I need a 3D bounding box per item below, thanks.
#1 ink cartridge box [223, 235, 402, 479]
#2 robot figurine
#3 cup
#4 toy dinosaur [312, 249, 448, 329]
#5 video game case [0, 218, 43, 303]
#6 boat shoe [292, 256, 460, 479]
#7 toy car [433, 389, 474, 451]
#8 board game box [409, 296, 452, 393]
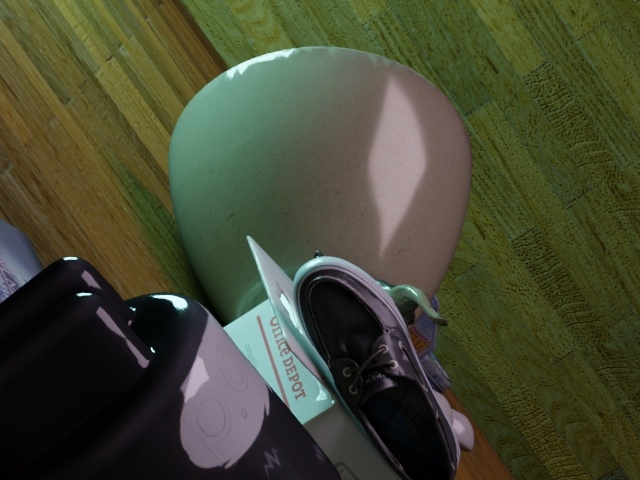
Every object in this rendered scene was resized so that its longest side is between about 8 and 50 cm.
[{"bbox_3d":[0.002,0.186,1.577,0.353,0.119,0.207,52,8,-31],"label":"ink cartridge box"},{"bbox_3d":[-0.090,0.145,0.960,0.278,0.173,0.209,53,38,-25],"label":"robot figurine"},{"bbox_3d":[0.000,0.000,1.777,0.331,0.331,0.237,51,26,-37],"label":"cup"},{"bbox_3d":[0.043,0.055,1.575,0.118,0.064,0.268,24,-9,-3],"label":"toy dinosaur"},{"bbox_3d":[-0.228,0.033,1.103,0.196,0.026,0.274,60,9,27],"label":"video game case"},{"bbox_3d":[0.049,0.120,1.440,0.228,0.080,0.076,63,6,-13],"label":"boat shoe"},{"bbox_3d":[0.072,0.234,1.850,0.136,0.159,0.182,21,-12,29],"label":"toy car"},{"bbox_3d":[0.070,0.139,1.947,0.194,0.194,0.060,50,9,-37],"label":"board game box"}]
